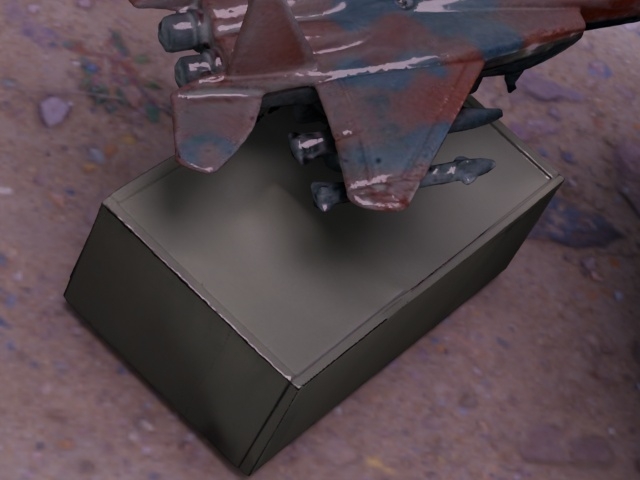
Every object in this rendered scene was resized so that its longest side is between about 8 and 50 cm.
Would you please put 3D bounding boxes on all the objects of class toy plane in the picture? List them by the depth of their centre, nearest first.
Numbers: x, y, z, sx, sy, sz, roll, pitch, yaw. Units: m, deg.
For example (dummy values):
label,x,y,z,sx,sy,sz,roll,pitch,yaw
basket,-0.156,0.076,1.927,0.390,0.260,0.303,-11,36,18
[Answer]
label,x,y,z,sx,sy,sz,roll,pitch,yaw
toy plane,0.057,-0.105,0.958,0.326,0.104,0.223,-3,55,-32

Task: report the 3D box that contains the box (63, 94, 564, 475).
label,x,y,z,sx,sy,sz,roll,pitch,yaw
box,0.000,0.000,0.972,0.129,0.086,0.225,43,47,13
